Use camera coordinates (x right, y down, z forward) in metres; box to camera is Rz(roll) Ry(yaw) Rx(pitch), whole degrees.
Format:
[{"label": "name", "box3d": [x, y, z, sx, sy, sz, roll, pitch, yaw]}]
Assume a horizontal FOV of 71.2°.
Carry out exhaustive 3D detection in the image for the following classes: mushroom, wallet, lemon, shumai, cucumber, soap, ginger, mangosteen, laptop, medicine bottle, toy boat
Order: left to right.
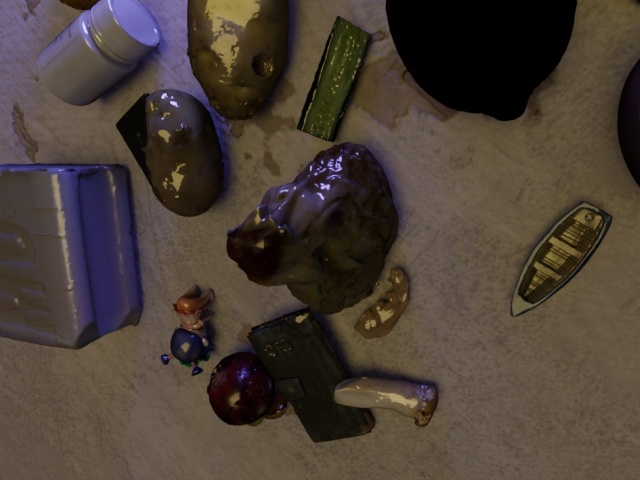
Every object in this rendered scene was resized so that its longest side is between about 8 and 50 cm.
[{"label": "soap", "box3d": [-0.655, 0.024, 1.109, 0.349, 0.213, 0.436, 8, 105, 21]}, {"label": "medicine bottle", "box3d": [-0.479, -0.409, 0.965, 0.251, 0.144, 0.145, -21, 94, 28]}, {"label": "laptop", "box3d": [-0.397, -0.224, 1.047, 0.135, 0.016, 0.197, -30, 90, 27]}, {"label": "mangosteen", "box3d": [-0.168, 0.348, 1.023, 0.166, 0.166, 0.180, -26, 119, 26]}, {"label": "wallet", "box3d": [-0.019, 0.304, 0.978, 0.168, 0.044, 0.317, -22, 104, 23]}, {"label": "shumai", "box3d": [0.000, 0.001, 0.792, 0.216, 0.283, 0.347, 23, 111, 17]}, {"label": "cucumber", "box3d": [0.022, -0.297, 0.837, 0.077, 0.062, 0.212, 15, 105, -17]}, {"label": "mushroom", "box3d": [0.133, 0.322, 0.916, 0.208, 0.071, 0.085, 8, 113, 8]}, {"label": "ginger", "box3d": [0.134, 0.134, 0.901, 0.069, 0.051, 0.174, 32, 108, 6]}, {"label": "lemon", "box3d": [0.226, -0.323, 0.641, 0.245, 0.245, 0.320, -23, 102, 25]}, {"label": "toy boat", "box3d": [0.398, 0.038, 0.767, 0.080, 0.046, 0.229, 32, 113, 11]}]

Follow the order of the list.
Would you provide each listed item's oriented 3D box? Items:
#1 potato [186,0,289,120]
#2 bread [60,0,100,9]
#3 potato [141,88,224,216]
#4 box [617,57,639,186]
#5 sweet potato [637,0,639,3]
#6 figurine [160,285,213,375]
[{"label": "potato", "box3d": [-0.156, -0.380, 0.842, 0.191, 0.141, 0.297, 9, 106, 3]}, {"label": "bread", "box3d": [-0.515, -0.609, 0.933, 0.239, 0.139, 0.240, 5, 103, 24]}, {"label": "potato", "box3d": [-0.286, -0.179, 0.933, 0.164, 0.165, 0.263, 4, 116, 22]}, {"label": "box", "box3d": [0.532, -0.159, 0.539, 0.300, 0.216, 0.302, 7, 102, 32]}, {"label": "sweet potato", "box3d": [0.380, -0.435, 0.648, 0.273, 0.075, 0.075, 32, 113, 8]}, {"label": "figurine", "box3d": [-0.317, 0.217, 1.074, 0.111, 0.102, 0.195, 8, 107, 23]}]
